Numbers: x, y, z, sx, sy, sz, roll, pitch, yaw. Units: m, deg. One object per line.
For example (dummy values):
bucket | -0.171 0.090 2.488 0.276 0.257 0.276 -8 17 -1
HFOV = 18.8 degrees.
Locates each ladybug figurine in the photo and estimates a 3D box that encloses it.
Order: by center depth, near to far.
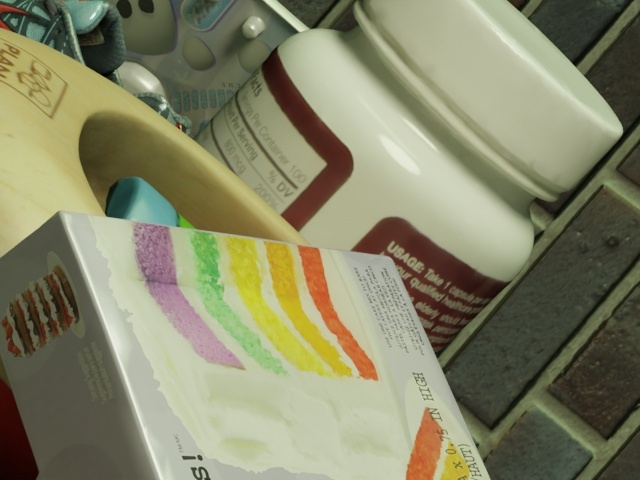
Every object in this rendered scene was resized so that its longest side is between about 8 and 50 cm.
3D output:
ladybug figurine | -0.099 0.064 1.055 0.449 0.162 0.305 43 19 -15

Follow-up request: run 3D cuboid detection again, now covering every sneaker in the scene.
sneaker | -0.183 -0.113 1.255 0.262 0.125 0.104 43 1 21

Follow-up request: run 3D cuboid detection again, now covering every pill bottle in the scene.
pill bottle | 0.000 0.000 1.304 0.224 0.392 0.224 41 15 -13

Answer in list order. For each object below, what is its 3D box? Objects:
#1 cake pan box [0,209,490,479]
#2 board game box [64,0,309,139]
cake pan box | -0.010 0.123 0.848 0.246 0.070 0.267 8 52 -50
board game box | -0.178 -0.080 1.517 0.390 0.390 0.050 41 38 -5
